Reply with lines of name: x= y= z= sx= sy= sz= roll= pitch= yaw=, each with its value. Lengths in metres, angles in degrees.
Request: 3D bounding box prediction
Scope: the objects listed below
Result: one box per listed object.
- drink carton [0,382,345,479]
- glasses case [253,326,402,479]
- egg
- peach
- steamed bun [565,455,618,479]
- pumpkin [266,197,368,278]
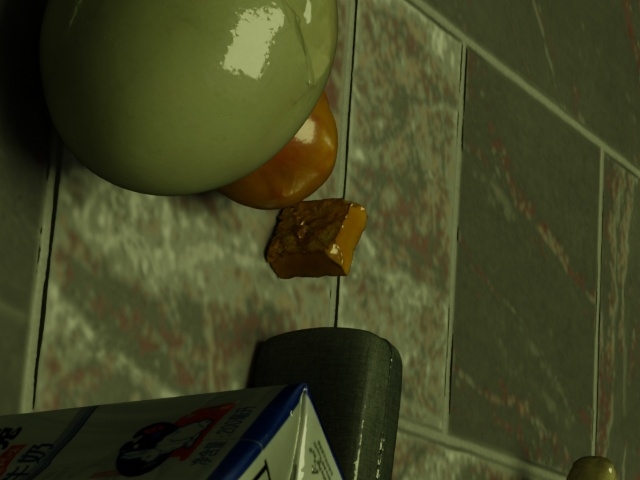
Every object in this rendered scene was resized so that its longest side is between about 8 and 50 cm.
drink carton: x=-0.146 y=0.175 z=1.176 sx=0.130 sy=0.315 sz=0.106 roll=-46 pitch=121 yaw=-51
glasses case: x=-0.010 y=0.233 z=1.585 sx=0.074 sy=0.131 sz=0.323 roll=35 pitch=56 yaw=-49
egg: x=-0.098 y=-0.154 z=1.398 sx=0.219 sy=0.219 sz=0.269 roll=61 pitch=35 yaw=-36
peach: x=-0.048 y=-0.092 z=1.566 sx=0.138 sy=0.138 sz=0.138 roll=13 pitch=75 yaw=-59
steamed bun: x=0.292 y=0.398 z=2.086 sx=0.292 sy=0.137 sz=0.295 roll=3 pitch=76 yaw=-56
pumpkin: x=0.000 y=0.000 z=1.685 sx=0.054 sy=0.083 sz=0.074 roll=54 pitch=45 yaw=-37
